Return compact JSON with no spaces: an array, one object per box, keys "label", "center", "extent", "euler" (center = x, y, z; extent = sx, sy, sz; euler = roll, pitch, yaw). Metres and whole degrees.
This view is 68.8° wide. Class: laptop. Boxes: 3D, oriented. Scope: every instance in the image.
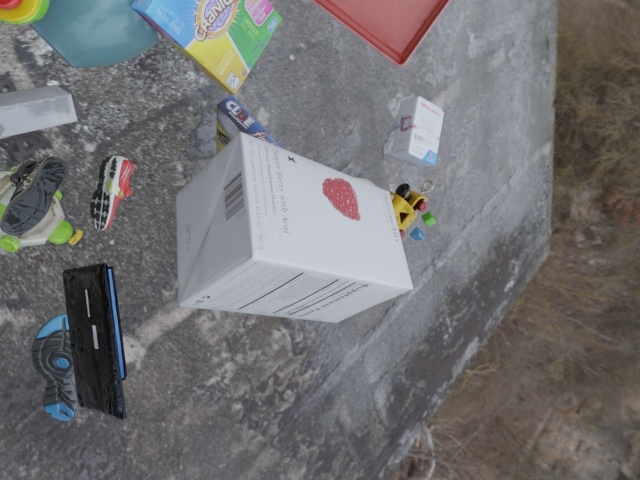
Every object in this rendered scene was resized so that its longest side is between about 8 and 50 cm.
[{"label":"laptop","center":[-0.357,0.157,0.817],"extent":[0.136,0.264,0.235],"euler":[-7,89,-48]}]

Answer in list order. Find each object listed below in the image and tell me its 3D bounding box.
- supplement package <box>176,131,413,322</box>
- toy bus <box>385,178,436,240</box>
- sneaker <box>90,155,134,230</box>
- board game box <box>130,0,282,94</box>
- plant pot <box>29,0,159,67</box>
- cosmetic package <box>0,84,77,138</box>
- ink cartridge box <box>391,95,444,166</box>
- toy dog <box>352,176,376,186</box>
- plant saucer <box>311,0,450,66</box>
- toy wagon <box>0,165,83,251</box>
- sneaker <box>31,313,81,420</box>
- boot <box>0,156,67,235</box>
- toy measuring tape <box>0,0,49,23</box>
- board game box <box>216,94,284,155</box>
[{"label":"supplement package","center":[-0.035,0.002,0.681],"extent":[0.292,0.175,0.178],"euler":[14,56,-41]},{"label":"toy bus","center":[0.205,-0.091,1.280],"extent":[0.104,0.190,0.202],"euler":[39,45,-38]},{"label":"sneaker","center":[-0.738,-0.163,1.690],"extent":[0.118,0.107,0.279],"euler":[5,106,-63]},{"label":"board game box","center":[-0.253,-0.539,1.111],"extent":[0.242,0.064,0.316],"euler":[-59,149,0]},{"label":"plant pot","center":[-0.551,-0.516,1.076],"extent":[0.195,0.290,0.290],"euler":[-47,133,-8]},{"label":"cosmetic package","center":[-0.920,-0.412,1.476],"extent":[0.238,0.127,0.107],"euler":[-30,138,-36]},{"label":"ink cartridge box","center":[0.205,-0.226,0.981],"extent":[0.088,0.052,0.123],"euler":[15,84,-38]},{"label":"toy dog","center":[0.000,0.000,1.337],"extent":[0.395,0.285,0.408],"euler":[-37,143,-2]},{"label":"plant saucer","center":[0.144,-0.532,0.941],"extent":[0.258,0.259,0.048],"euler":[-53,176,22]},{"label":"toy wagon","center":[-0.951,-0.080,1.511],"extent":[0.344,0.068,0.267],"euler":[35,41,-22]},{"label":"sneaker","center":[-0.690,0.325,1.277],"extent":[0.124,0.140,0.341],"euler":[14,117,-3]},{"label":"boot","center":[-0.806,-0.128,1.282],"extent":[0.085,0.178,0.237],"euler":[42,67,-46]},{"label":"toy measuring tape","center":[-0.508,-0.477,0.866],"extent":[0.329,0.121,0.122],"euler":[-15,122,-2]},{"label":"board game box","center":[-0.162,-0.190,1.044],"extent":[0.165,0.243,0.042],"euler":[46,70,2]}]
